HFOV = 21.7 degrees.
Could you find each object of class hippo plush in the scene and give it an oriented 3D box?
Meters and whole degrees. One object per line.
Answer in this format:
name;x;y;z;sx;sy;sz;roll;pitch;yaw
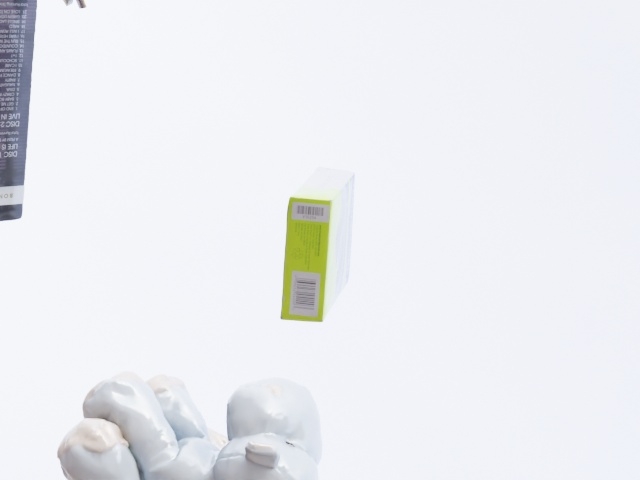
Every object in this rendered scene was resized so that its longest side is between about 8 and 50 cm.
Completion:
hippo plush;-0.125;0.242;1.782;0.237;0.294;0.234;-24;-53;33

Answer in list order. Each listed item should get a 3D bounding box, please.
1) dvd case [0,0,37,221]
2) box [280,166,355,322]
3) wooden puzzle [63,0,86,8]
dvd case;-0.241;-0.114;0.976;0.018;0.165;0.221;21;-70;46
box;0.000;0.000;1.466;0.042;0.178;0.109;5;-78;7
wooden puzzle;-0.196;-0.206;1.247;0.083;0.006;0.049;59;-24;8
